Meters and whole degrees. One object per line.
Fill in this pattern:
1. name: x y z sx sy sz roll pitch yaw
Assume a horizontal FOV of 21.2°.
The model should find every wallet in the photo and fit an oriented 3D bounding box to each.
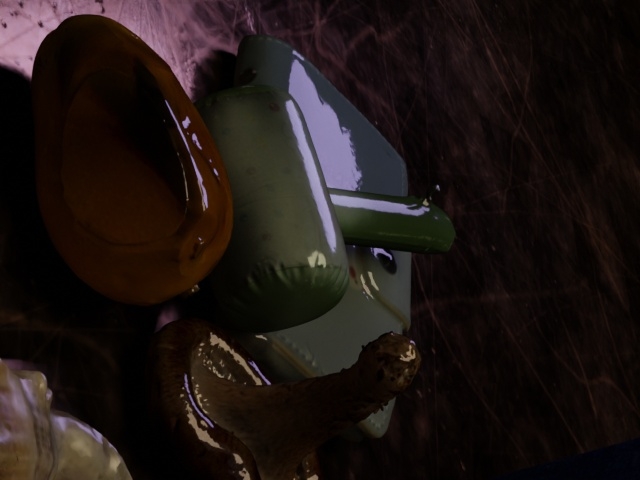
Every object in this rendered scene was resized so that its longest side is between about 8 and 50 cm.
1. wallet: 0.000 0.000 1.599 0.252 0.083 0.360 39 41 -38

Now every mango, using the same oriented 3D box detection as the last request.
1. mango: -0.148 -0.063 1.300 0.166 0.136 0.236 32 36 -75

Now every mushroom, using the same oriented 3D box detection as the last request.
1. mushroom: -0.005 0.142 1.327 0.227 0.218 0.148 54 30 -31

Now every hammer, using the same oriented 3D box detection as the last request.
1. hammer: 0.019 -0.022 1.486 0.335 0.119 0.206 5 61 -50

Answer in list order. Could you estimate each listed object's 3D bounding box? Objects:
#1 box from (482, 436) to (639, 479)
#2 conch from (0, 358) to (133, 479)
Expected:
1. box: 0.241 0.342 1.610 0.116 0.261 0.279 56 29 -31
2. conch: -0.225 0.204 0.903 0.297 0.210 0.352 20 82 -48
